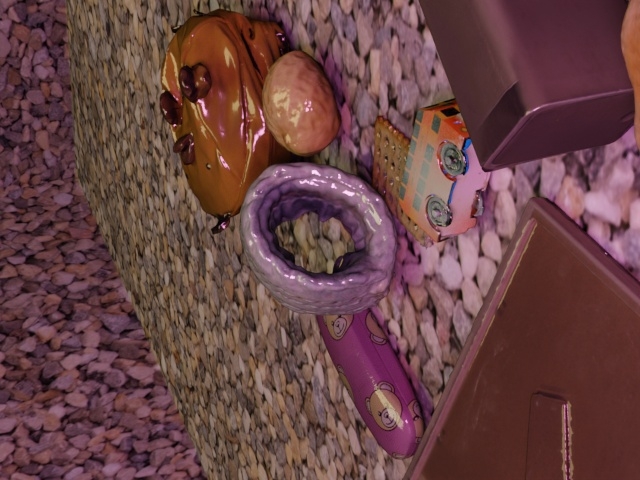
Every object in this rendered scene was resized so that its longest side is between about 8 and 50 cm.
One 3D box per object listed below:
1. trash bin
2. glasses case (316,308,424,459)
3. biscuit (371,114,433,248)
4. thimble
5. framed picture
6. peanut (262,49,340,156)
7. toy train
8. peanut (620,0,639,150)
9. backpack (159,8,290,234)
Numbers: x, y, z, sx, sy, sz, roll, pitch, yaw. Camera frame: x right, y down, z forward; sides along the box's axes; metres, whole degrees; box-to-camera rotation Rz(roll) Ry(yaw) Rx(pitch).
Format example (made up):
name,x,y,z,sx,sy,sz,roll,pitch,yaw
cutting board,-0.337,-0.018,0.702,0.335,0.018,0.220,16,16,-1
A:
name,x,y,z,sx,sy,sz,roll,pitch,yaw
trash bin,0.199,-0.208,1.017,0.122,0.164,0.240,124,131,-61
glasses case,0.073,0.198,1.691,0.316,0.076,0.123,61,155,31
biscuit,0.121,-0.073,1.479,0.203,0.016,0.144,-128,32,-47
thimble,0.000,0.000,1.549,0.250,0.205,0.172,39,165,7
framed picture,0.250,0.224,1.184,0.326,0.028,0.446,53,133,43
peanut,-0.032,-0.205,1.638,0.140,0.109,0.159,96,158,-71
toy train,0.154,-0.084,1.297,0.099,0.072,0.188,44,141,32
peanut,0.302,-0.147,0.842,0.129,0.129,0.224,-147,49,-59
backpack,-0.161,-0.208,1.833,0.353,0.201,0.377,166,92,-73
